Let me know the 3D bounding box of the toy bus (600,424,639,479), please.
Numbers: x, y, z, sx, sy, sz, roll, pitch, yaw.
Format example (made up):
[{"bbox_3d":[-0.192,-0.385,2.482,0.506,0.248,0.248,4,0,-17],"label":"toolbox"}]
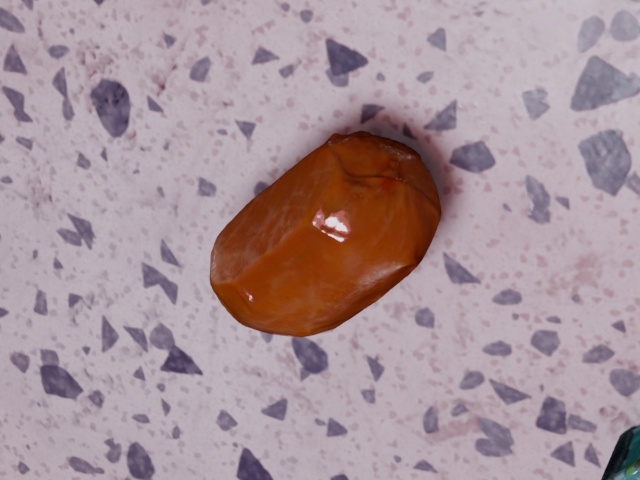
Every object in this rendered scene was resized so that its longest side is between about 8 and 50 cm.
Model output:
[{"bbox_3d":[0.412,0.287,1.343,0.256,0.128,0.147,49,122,0],"label":"toy bus"}]

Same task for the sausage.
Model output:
[{"bbox_3d":[0.001,0.001,1.383,0.141,0.153,0.268,30,128,-30],"label":"sausage"}]
